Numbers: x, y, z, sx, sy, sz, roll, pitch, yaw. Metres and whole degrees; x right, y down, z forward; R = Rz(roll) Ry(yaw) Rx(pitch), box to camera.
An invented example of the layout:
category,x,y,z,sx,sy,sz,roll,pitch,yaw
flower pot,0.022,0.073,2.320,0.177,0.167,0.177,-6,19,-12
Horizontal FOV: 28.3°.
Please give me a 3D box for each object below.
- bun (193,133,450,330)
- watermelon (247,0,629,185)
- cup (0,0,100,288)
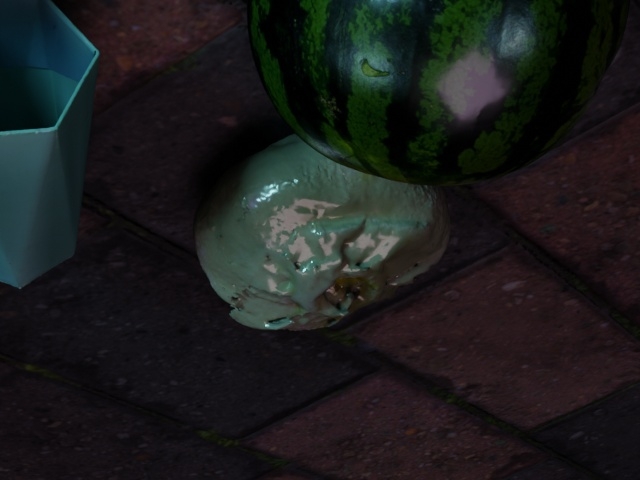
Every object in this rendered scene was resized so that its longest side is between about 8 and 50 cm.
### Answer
category,x,y,z,sx,sy,sz,roll,pitch,yaw
bun,0.000,0.000,1.166,0.239,0.141,0.239,-12,150,-7
watermelon,0.080,-0.158,0.853,0.269,0.269,0.269,-10,148,-7
cup,-0.248,-0.064,0.984,0.148,0.134,0.235,-2,147,-13
